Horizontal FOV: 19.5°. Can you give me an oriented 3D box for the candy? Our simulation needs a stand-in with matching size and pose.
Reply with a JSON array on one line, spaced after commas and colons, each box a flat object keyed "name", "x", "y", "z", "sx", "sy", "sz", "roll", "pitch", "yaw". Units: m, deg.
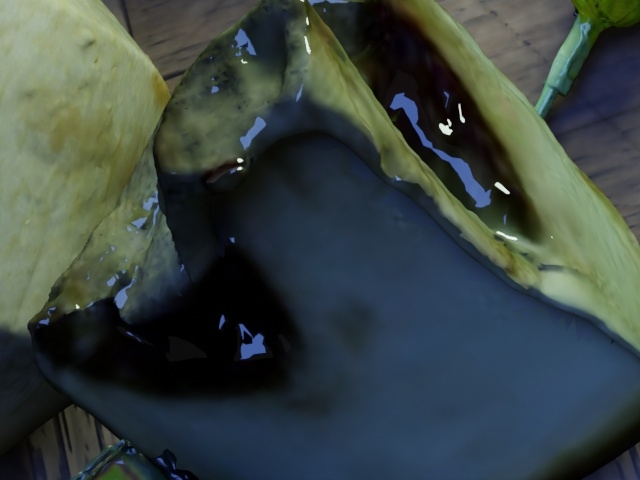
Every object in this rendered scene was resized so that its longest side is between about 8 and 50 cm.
[{"name": "candy", "x": 0.124, "y": -0.085, "z": 0.978, "sx": 0.062, "sy": 0.058, "sz": 0.194, "roll": 33, "pitch": 95, "yaw": 51}]

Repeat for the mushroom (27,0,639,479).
[{"name": "mushroom", "x": -0.002, "y": 0.006, "z": 0.889, "sx": 0.217, "sy": 0.292, "sz": 0.212, "roll": -33, "pitch": 48, "yaw": 26}]

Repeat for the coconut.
[{"name": "coconut", "x": -0.229, "y": -0.045, "z": 0.942, "sx": 0.323, "sy": 0.323, "sz": 0.323, "roll": -5, "pitch": 72, "yaw": 16}]

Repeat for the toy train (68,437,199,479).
[{"name": "toy train", "x": -0.091, "y": 0.204, "z": 0.848, "sx": 0.177, "sy": 0.261, "sz": 0.134, "roll": -42, "pitch": 67, "yaw": -13}]
